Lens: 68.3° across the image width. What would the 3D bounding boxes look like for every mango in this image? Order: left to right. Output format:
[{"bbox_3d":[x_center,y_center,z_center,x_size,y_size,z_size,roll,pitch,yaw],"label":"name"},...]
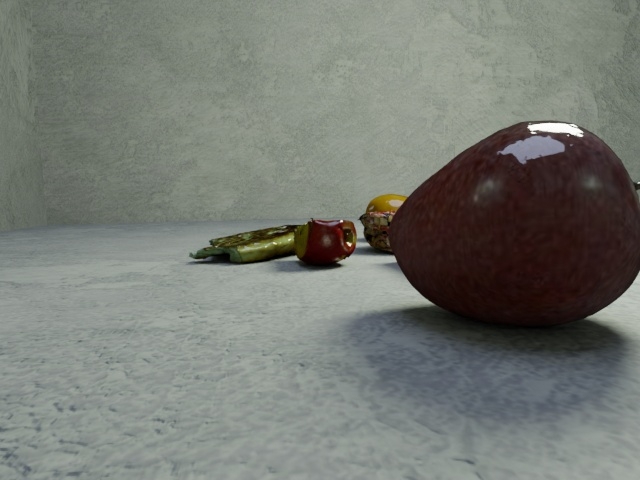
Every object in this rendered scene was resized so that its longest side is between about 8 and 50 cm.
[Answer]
[{"bbox_3d":[0.261,-0.067,1.437,0.254,0.140,0.175,7,11,17],"label":"mango"}]

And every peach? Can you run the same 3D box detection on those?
[{"bbox_3d":[-0.001,0.006,0.995,0.127,0.093,0.172,0,-8,-40],"label":"peach"}]

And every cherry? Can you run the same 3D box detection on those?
[{"bbox_3d":[0.217,-0.013,0.538,0.307,0.221,0.261,-13,-10,32],"label":"cherry"}]

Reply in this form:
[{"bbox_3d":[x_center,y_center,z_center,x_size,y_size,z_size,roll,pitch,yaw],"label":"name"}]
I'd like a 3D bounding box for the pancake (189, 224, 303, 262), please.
[{"bbox_3d":[-0.159,0.012,1.217,0.304,0.067,0.427,-9,7,-4],"label":"pancake"}]

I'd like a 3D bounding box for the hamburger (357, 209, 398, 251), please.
[{"bbox_3d":[0.208,-0.026,1.215,0.230,0.107,0.231,-4,2,0],"label":"hamburger"}]
